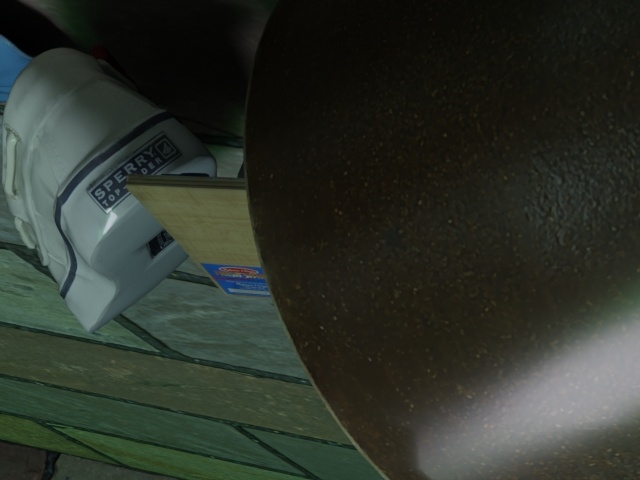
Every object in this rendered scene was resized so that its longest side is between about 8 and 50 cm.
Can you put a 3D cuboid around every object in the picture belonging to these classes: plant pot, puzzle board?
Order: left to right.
[{"bbox_3d":[0.000,0.000,0.702,0.128,0.011,0.096,3,154,26],"label":"puzzle board"},{"bbox_3d":[0.132,-0.041,0.465,0.215,0.215,0.230,22,149,-29],"label":"plant pot"}]

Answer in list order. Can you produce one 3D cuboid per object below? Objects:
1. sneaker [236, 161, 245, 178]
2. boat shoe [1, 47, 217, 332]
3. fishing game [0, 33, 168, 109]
[{"bbox_3d":[0.047,-0.022,0.754,0.147,0.104,0.296,23,160,-11],"label":"sneaker"},{"bbox_3d":[-0.106,-0.023,0.855,0.088,0.096,0.267,49,174,6],"label":"boat shoe"},{"bbox_3d":[-0.212,-0.097,0.870,0.264,0.041,0.189,7,173,6],"label":"fishing game"}]
